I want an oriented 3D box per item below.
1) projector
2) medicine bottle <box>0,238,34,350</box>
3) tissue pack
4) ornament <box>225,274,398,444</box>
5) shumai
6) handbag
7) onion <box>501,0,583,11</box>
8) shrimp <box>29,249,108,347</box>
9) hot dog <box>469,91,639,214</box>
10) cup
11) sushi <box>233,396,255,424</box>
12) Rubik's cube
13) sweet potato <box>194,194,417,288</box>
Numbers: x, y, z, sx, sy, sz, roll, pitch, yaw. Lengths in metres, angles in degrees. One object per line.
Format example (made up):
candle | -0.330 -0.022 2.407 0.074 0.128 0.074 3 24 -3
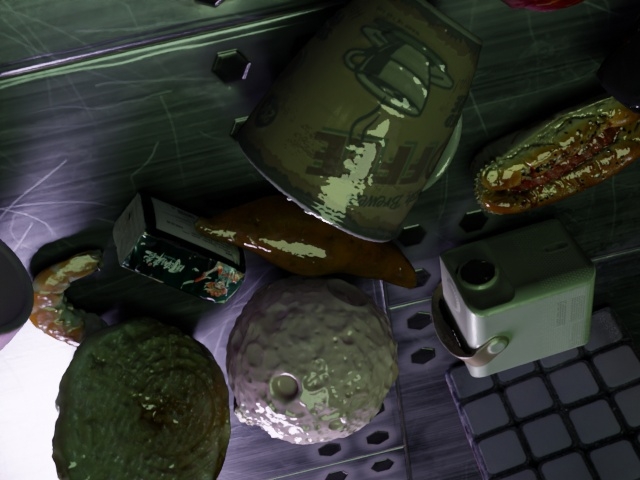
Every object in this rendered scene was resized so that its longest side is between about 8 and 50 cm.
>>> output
projector | 0.296 0.094 1.275 0.242 0.163 0.177 -17 132 -2
medicine bottle | -0.572 0.155 1.073 0.219 0.219 0.388 32 119 -35
tissue pack | -0.193 0.013 1.120 0.170 0.103 0.090 24 115 -32
ornament | -0.008 0.167 1.204 0.259 0.259 0.225 14 116 -25
shumai | -0.315 0.293 1.277 0.304 0.309 0.263 51 143 -10
handbag | 0.478 -0.247 1.011 0.169 0.155 0.215 9 129 -39
onion | 0.281 -0.333 0.857 0.230 0.163 0.230 -22 151 -13
shrimp | -0.347 0.085 1.192 0.161 0.049 0.166 34 109 -34
hot dog | 0.342 -0.119 1.149 0.268 0.075 0.144 -29 130 9
cup | 0.089 -0.153 0.973 0.301 0.227 0.257 15 119 -49
sushi | -0.087 0.253 1.383 0.150 0.078 0.090 -37 130 21
Rubik's cube | 0.461 0.387 1.460 0.337 0.344 0.344 -24 133 7
sweet potato | -0.004 -0.003 1.148 0.359 0.112 0.112 9 129 -24
